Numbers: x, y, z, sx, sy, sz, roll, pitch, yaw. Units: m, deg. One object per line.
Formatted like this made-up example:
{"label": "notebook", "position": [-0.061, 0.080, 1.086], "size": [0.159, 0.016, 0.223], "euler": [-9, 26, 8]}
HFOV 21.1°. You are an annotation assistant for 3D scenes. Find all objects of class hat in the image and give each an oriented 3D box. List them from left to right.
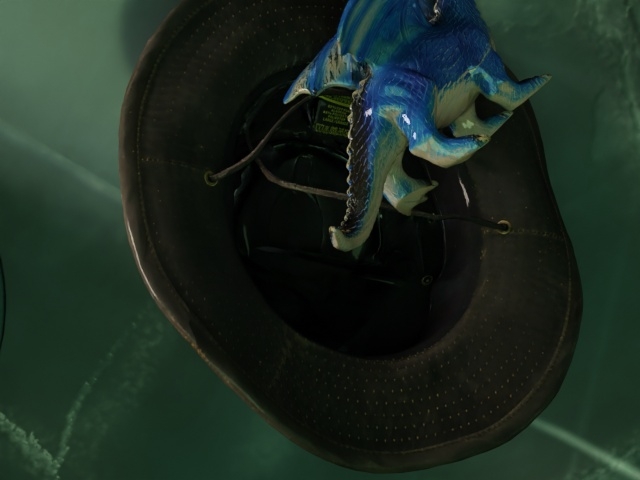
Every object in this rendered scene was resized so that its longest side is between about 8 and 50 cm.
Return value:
{"label": "hat", "position": [0.000, 0.000, 1.068], "size": [0.331, 0.331, 0.134], "euler": [26, 145, -15]}

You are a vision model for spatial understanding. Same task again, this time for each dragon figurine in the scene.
{"label": "dragon figurine", "position": [0.038, -0.100, 1.004], "size": [0.144, 0.289, 0.085], "euler": [45, 142, 1]}

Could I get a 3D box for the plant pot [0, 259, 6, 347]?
{"label": "plant pot", "position": [-0.364, 0.095, 0.984], "size": [0.341, 0.334, 0.341], "euler": [-2, 110, -5]}
